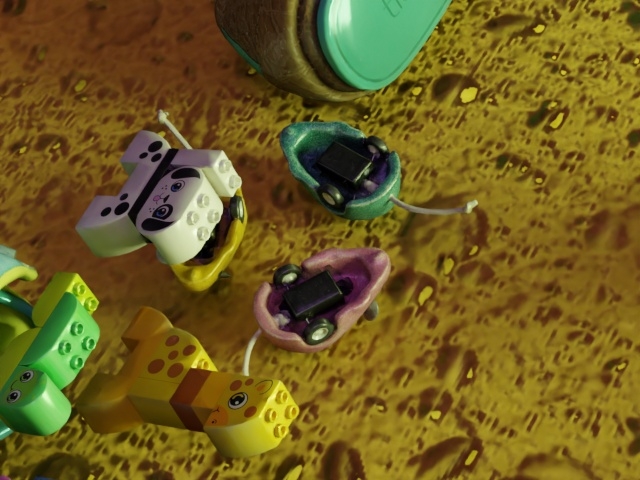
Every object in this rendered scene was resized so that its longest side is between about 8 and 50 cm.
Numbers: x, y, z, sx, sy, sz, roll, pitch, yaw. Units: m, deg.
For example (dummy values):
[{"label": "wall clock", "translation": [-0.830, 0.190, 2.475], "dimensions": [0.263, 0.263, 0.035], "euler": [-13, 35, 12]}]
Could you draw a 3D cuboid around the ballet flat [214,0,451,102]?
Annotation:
[{"label": "ballet flat", "translation": [0.065, -0.204, 0.792], "dimensions": [0.124, 0.116, 0.342], "euler": [19, 63, 45]}]

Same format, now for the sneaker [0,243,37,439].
[{"label": "sneaker", "translation": [-0.226, 0.011, 0.689], "dimensions": [0.208, 0.127, 0.319], "euler": [16, 20, -20]}]

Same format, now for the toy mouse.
[{"label": "toy mouse", "translation": [0.000, 0.000, 0.690], "dimensions": [0.143, 0.031, 0.161], "euler": [-9, 54, 6]}]

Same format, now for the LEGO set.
[{"label": "LEGO set", "translation": [-0.071, 0.067, 0.601], "dimensions": [0.093, 0.087, 0.227], "euler": [5, 52, 34]}]
